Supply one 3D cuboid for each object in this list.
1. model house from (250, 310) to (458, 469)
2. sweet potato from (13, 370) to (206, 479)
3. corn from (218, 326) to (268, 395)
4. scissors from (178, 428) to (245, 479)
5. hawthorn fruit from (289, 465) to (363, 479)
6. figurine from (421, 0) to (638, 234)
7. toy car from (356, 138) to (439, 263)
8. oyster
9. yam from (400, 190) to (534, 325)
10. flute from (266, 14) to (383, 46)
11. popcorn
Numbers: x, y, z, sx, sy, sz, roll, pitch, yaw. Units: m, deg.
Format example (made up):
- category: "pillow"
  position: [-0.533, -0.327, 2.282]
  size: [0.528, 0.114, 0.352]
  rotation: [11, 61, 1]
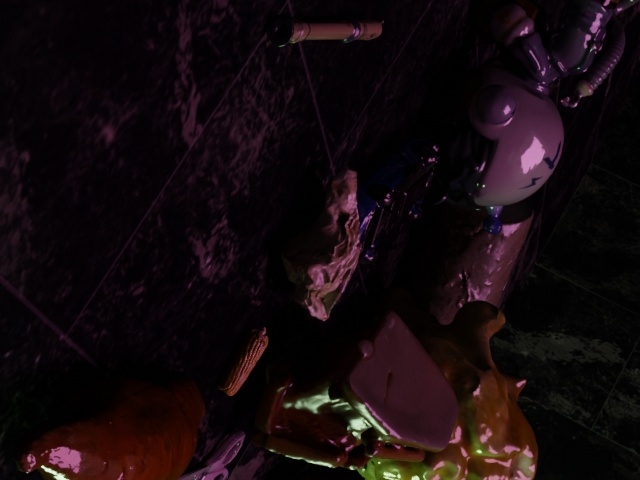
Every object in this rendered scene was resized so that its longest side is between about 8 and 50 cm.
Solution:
- category: "model house"
  position: [0.020, 0.203, 1.515]
  size: [0.229, 0.220, 0.199]
  rotation: [-21, -158, 33]
- category: "sweet potato"
  position: [-0.163, 0.166, 1.017]
  size: [0.112, 0.112, 0.359]
  rotation: [-63, 167, 2]
- category: "corn"
  position: [-0.083, 0.129, 1.354]
  size: [0.083, 0.028, 0.027]
  rotation: [-58, 169, -3]
- category: "scissors"
  position: [-0.139, 0.268, 1.426]
  size: [0.100, 0.015, 0.189]
  rotation: [-62, 163, 8]
- category: "hawthorn fruit"
  position: [0.010, 0.431, 1.811]
  size: [0.215, 0.215, 0.249]
  rotation: [-65, 165, 8]
- category: "figurine"
  position: [0.256, -0.202, 1.604]
  size: [0.382, 0.186, 0.261]
  rotation: [-62, 159, 15]
- category: "toy car"
  position: [0.075, -0.050, 1.488]
  size: [0.216, 0.063, 0.103]
  rotation: [-40, 152, -49]
- category: "oyster"
  position: [0.000, 0.000, 1.340]
  size: [0.163, 0.081, 0.191]
  rotation: [-92, -159, -63]
- category: "yam"
  position: [0.214, 0.042, 1.908]
  size: [0.161, 0.161, 0.268]
  rotation: [-35, 149, -59]
- category: "flute"
  position: [0.009, -0.190, 1.123]
  size: [0.233, 0.027, 0.027]
  rotation: [-24, 139, -66]
- category: "popcorn"
  position: [0.149, 0.251, 1.751]
  size: [0.274, 0.335, 0.279]
  rotation: [-20, -165, 29]
